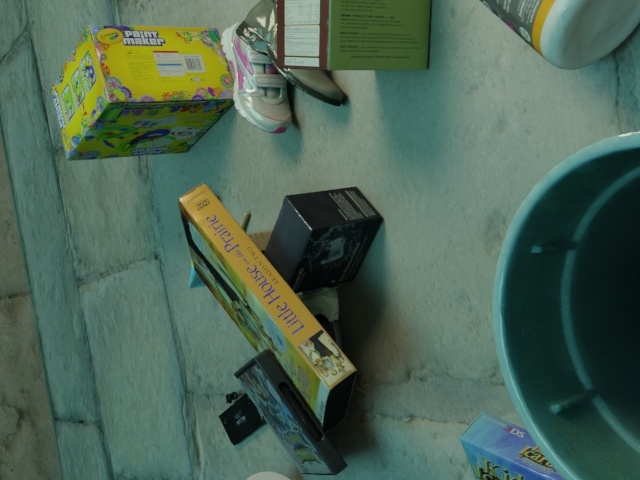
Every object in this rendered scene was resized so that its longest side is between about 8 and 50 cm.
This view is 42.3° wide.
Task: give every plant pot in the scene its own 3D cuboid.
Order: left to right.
[{"bbox_3d":[0.398,0.060,0.763,0.341,0.334,0.341,17,112,50],"label":"plant pot"}]

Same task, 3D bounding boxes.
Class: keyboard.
[{"bbox_3d":[-0.181,0.390,1.877,0.180,0.023,0.108,-45,68,47],"label":"keyboard"}]

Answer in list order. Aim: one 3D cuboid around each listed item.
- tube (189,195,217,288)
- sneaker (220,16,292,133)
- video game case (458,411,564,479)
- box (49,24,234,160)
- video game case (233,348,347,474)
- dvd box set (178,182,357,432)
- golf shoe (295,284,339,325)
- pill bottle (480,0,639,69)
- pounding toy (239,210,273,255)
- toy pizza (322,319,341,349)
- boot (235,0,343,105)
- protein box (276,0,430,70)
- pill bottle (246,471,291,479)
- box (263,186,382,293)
[{"bbox_3d":[-0.260,0.002,1.858,0.052,0.080,0.207,15,105,57],"label":"tube"},{"bbox_3d":[-0.111,-0.323,1.558,0.111,0.103,0.252,-38,68,52],"label":"sneaker"},{"bbox_3d":[0.327,0.371,1.076,0.269,0.061,0.244,15,134,51],"label":"video game case"},{"bbox_3d":[-0.383,-0.311,1.768,0.279,0.289,0.177,-32,72,51],"label":"box"},{"bbox_3d":[-0.065,0.332,1.562,0.248,0.035,0.275,55,161,5],"label":"video game case"},{"bbox_3d":[-0.098,0.131,1.462,0.420,0.062,0.308,50,162,19],"label":"dvd box set"},{"bbox_3d":[-0.031,0.128,1.536,0.176,0.069,0.086,-20,82,51],"label":"golf shoe"},{"bbox_3d":[0.258,-0.349,1.008,0.278,0.162,0.162,54,136,32],"label":"pill bottle"},{"bbox_3d":[-0.170,0.031,1.722,0.206,0.094,0.181,-12,88,53],"label":"pounding toy"},{"bbox_3d":[-0.017,0.195,1.601,0.201,0.032,0.201,6,97,52],"label":"toy pizza"},{"bbox_3d":[-0.023,-0.362,1.440,0.246,0.083,0.161,42,107,12],"label":"boot"},{"bbox_3d":[0.050,-0.361,1.250,0.136,0.199,0.201,18,111,50],"label":"protein box"},{"bbox_3d":[-0.153,0.638,1.752,0.188,0.187,0.334,55,136,31],"label":"pill bottle"},{"bbox_3d":[0.000,0.000,1.433,0.093,0.158,0.156,52,135,33],"label":"box"}]
